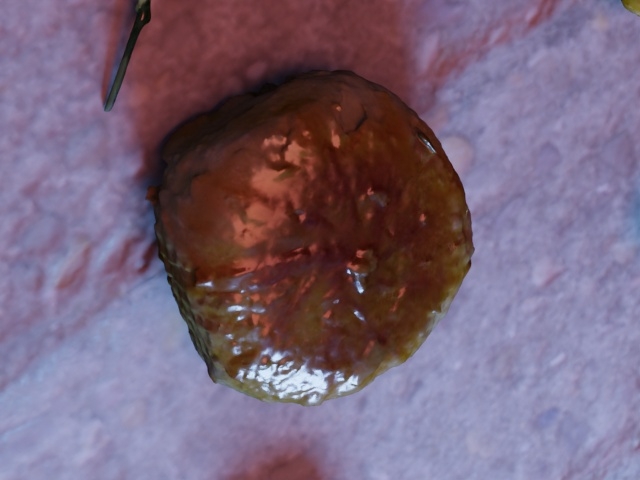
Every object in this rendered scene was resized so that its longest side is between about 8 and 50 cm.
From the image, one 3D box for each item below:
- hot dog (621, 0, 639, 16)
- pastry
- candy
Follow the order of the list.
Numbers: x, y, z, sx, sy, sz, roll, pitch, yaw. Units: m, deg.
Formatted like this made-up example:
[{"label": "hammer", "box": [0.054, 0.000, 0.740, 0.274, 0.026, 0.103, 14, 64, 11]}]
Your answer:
[{"label": "hot dog", "box": [0.253, -0.230, 1.051, 0.215, 0.047, 0.066, -55, 138, 0]}, {"label": "pastry", "box": [0.000, 0.000, 0.975, 0.182, 0.093, 0.192, -29, 119, -19]}, {"label": "candy", "box": [-0.095, -0.124, 0.916, 0.035, 0.035, 0.123, 0, 117, -47]}]
